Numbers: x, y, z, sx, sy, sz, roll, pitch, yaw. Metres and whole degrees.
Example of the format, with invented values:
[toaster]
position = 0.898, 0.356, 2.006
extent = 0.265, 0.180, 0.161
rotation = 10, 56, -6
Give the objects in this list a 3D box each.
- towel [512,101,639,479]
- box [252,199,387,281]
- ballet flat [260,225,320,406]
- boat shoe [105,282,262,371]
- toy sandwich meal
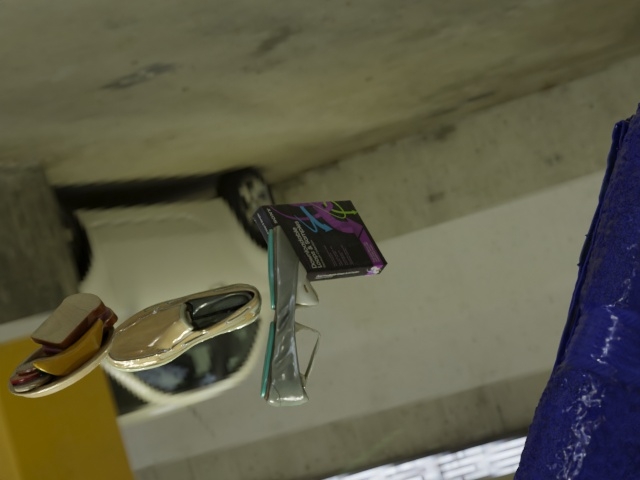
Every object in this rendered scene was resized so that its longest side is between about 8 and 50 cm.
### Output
[towel]
position = 0.245, 0.077, 0.851
extent = 0.227, 0.308, 0.076
rotation = 25, 171, -32
[box]
position = 0.000, 0.000, 1.666
extent = 0.162, 0.116, 0.029
rotation = -7, 146, -39
[ballet flat]
position = -0.033, 0.090, 1.468
extent = 0.068, 0.213, 0.072
rotation = 3, -178, -4
[boat shoe]
position = -0.158, 0.091, 1.407
extent = 0.190, 0.068, 0.072
rotation = -25, 171, -10
[toy sandwich meal]
position = -0.168, 0.067, 0.800
extent = 0.085, 0.029, 0.085
rotation = -23, -158, 10
